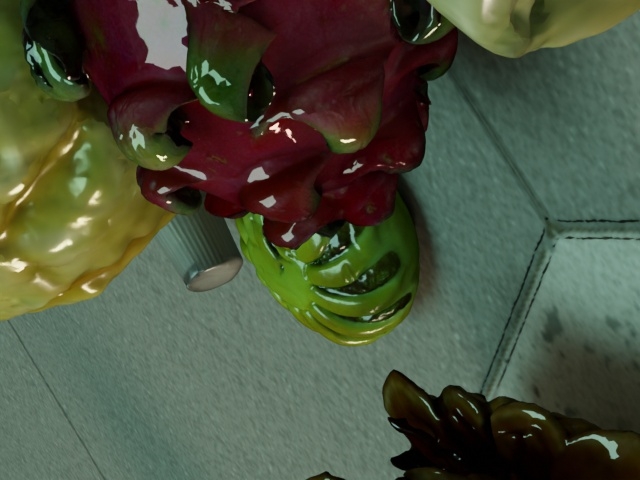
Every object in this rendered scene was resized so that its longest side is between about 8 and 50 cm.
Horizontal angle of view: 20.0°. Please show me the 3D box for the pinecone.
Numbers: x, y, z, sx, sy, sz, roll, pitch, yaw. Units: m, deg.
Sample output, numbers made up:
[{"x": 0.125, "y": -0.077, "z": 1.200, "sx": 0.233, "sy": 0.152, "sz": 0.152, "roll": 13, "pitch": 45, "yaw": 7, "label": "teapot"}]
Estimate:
[{"x": 0.079, "y": 0.195, "z": 0.897, "sx": 0.264, "sy": 0.264, "sz": 0.264, "roll": 44, "pitch": 151, "yaw": 32, "label": "pinecone"}]

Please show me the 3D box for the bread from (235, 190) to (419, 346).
[{"x": 0.000, "y": 0.000, "z": 1.064, "sx": 0.139, "sy": 0.071, "sz": 0.130, "roll": 38, "pitch": 152, "yaw": 40, "label": "bread"}]

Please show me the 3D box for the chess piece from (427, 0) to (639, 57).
[{"x": -0.025, "y": -0.268, "z": 0.652, "sx": 0.442, "sy": 0.234, "sz": 0.234, "roll": 43, "pitch": 151, "yaw": 23, "label": "chess piece"}]

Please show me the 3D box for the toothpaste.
[{"x": -0.134, "y": -0.088, "z": 1.245, "sx": 0.099, "sy": 0.068, "sz": 0.282, "roll": -47, "pitch": 65, "yaw": 36, "label": "toothpaste"}]

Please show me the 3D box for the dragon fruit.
[{"x": -0.019, "y": -0.140, "z": 0.824, "sx": 0.198, "sy": 0.273, "sz": 0.218, "roll": 24, "pitch": 180, "yaw": -38, "label": "dragon fruit"}]

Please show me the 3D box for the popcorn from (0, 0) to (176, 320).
[{"x": -0.185, "y": -0.132, "z": 0.993, "sx": 0.334, "sy": 0.293, "sz": 0.292, "roll": 55, "pitch": 164, "yaw": 34, "label": "popcorn"}]
